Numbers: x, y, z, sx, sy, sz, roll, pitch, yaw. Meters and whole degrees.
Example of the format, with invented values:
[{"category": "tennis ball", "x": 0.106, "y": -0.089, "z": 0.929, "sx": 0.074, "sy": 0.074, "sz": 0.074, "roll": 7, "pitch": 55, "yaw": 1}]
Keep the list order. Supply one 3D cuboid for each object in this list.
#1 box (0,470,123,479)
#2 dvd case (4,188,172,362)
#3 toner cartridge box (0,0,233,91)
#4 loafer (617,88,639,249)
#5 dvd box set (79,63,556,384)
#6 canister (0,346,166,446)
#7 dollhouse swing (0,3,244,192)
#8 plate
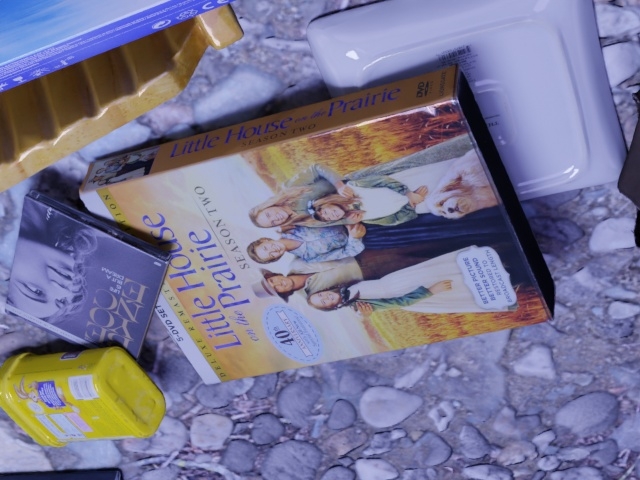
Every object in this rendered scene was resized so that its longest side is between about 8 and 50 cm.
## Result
[{"category": "box", "x": -0.436, "y": 0.476, "z": 1.762, "sx": 0.396, "sy": 0.212, "sz": 0.293, "roll": -4, "pitch": 128, "yaw": 6}, {"category": "dvd case", "x": -0.259, "y": 0.049, "z": 1.489, "sx": 0.165, "sy": 0.018, "sz": 0.221, "roll": 25, "pitch": 140, "yaw": 0}, {"category": "toner cartridge box", "x": -0.190, "y": -0.225, "z": 1.021, "sx": 0.348, "sy": 0.075, "sz": 0.165, "roll": -21, "pitch": 87, "yaw": 3}, {"category": "loafer", "x": 0.342, "y": -0.065, "z": 1.384, "sx": 0.078, "sy": 0.080, "sz": 0.220, "roll": -20, "pitch": 126, "yaw": 0}, {"category": "dvd box set", "x": 0.000, "y": 0.000, "z": 1.429, "sx": 0.420, "sy": 0.062, "sz": 0.307, "roll": -12, "pitch": 127, "yaw": 22}, {"category": "canister", "x": -0.277, "y": 0.181, "z": 1.577, "sx": 0.170, "sy": 0.073, "sz": 0.126, "roll": -9, "pitch": 131, "yaw": 36}, {"category": "dollhouse swing", "x": -0.304, "y": -0.258, "z": 1.098, "sx": 0.347, "sy": 0.315, "sz": 0.305, "roll": -28, "pitch": 135, "yaw": 2}, {"category": "plate", "x": 0.154, "y": -0.130, "z": 1.372, "sx": 0.277, "sy": 0.045, "sz": 0.278, "roll": -13, "pitch": 126, "yaw": 13}]
